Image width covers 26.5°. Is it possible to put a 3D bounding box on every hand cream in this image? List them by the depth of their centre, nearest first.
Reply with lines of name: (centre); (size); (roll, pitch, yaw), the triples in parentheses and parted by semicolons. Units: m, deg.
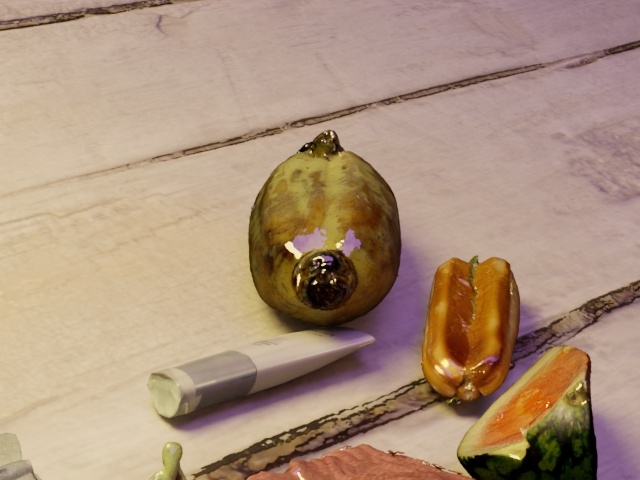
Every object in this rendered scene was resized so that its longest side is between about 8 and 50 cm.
hand cream: (-0.055, 0.123, 1.357); (0.255, 0.048, 0.079); (-15, 19, -41)

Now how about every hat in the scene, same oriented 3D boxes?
hat: (0.072, 0.252, 1.148); (0.286, 0.107, 0.236); (9, 23, 36)

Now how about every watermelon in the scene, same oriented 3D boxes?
watermelon: (0.191, 0.188, 1.270); (0.128, 0.159, 0.303); (-2, 2, 8)

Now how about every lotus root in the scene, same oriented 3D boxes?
lotus root: (0.000, 0.000, 1.477); (0.173, 0.173, 0.309); (12, 28, -4)

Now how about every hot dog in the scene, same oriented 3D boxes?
hot dog: (0.166, 0.095, 1.481); (0.104, 0.076, 0.250); (-2, 27, 9)

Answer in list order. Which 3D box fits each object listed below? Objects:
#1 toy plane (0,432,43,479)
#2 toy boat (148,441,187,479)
toy plane: (-0.327, 0.230, 1.034); (0.267, 0.088, 0.212); (-12, 40, -36)
toy boat: (-0.117, 0.294, 1.022); (0.108, 0.099, 0.293); (8, 40, -13)
